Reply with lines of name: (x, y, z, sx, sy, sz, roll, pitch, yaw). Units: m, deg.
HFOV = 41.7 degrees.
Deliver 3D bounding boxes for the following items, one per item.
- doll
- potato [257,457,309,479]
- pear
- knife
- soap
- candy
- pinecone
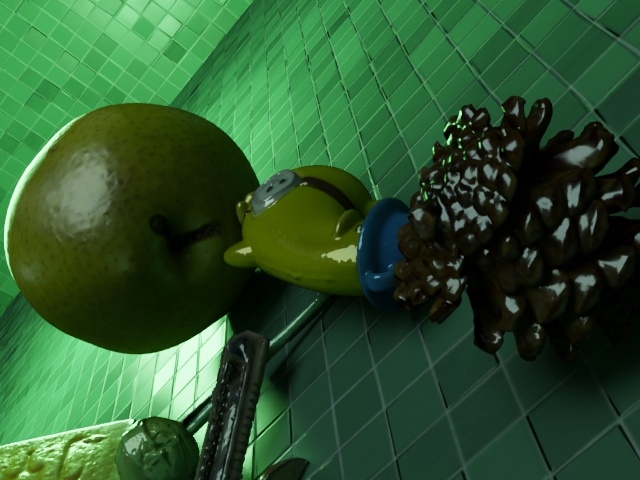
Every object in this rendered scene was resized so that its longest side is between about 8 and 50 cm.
doll: (0.000, 0.000, 0.911, 0.199, 0.145, 0.363, -24, 20, -14)
potato: (-0.052, 0.245, 0.809, 0.037, 0.036, 0.093, -5, 54, 59)
pear: (-0.260, -0.019, 1.197, 0.362, 0.362, 0.418, -56, 24, -5)
knife: (-0.116, 0.246, 0.860, 0.089, 0.043, 0.365, -7, 51, 24)
soap: (-0.365, 0.327, 1.068, 0.274, 0.089, 0.173, -12, 25, -3)
candy: (-0.108, 0.174, 0.989, 0.335, 0.092, 0.093, -45, 65, 4)
pinecone: (0.147, -0.005, 0.581, 0.150, 0.195, 0.179, -17, -52, -68)
